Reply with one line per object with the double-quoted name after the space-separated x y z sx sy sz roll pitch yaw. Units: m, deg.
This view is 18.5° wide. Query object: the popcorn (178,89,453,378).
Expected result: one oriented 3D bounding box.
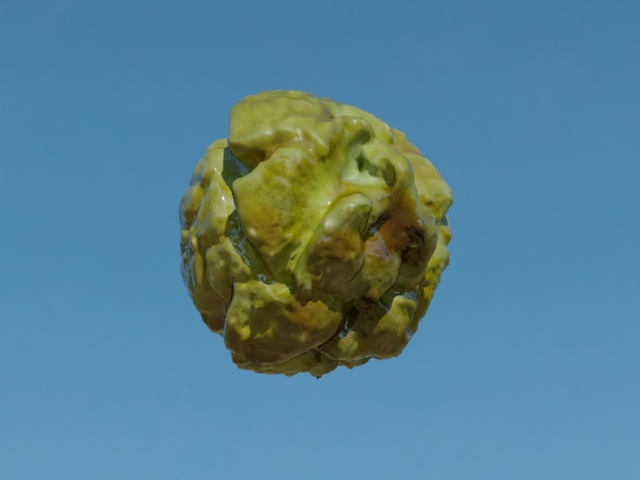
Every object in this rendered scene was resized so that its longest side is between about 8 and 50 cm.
0.002 -0.005 1.912 0.282 0.247 0.282 -24 -41 -22 "popcorn"
